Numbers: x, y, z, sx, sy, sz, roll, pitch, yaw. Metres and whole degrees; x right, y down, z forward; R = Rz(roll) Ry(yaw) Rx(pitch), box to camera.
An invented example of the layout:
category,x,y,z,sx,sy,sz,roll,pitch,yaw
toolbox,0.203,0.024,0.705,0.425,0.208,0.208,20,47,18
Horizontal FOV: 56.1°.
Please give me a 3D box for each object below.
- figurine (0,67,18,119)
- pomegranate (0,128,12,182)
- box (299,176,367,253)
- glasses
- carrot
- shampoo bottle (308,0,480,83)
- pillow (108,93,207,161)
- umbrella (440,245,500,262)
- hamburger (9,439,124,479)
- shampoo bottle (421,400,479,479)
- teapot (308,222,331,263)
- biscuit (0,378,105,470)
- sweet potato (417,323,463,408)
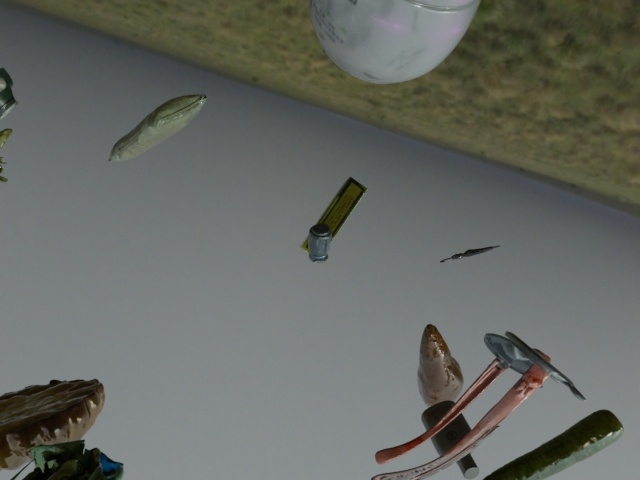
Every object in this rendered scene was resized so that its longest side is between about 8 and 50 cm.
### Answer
category,x,y,z,sx,sy,sz,roll,pitch,yaw
figurine,-0.688,-0.321,1.170,0.147,0.126,0.192,-11,126,50
pomegranate,-0.555,-0.113,0.866,0.156,0.156,0.220,21,-137,9
box,0.030,-0.053,1.557,0.064,0.220,0.141,33,177,-3
glasses,0.196,0.239,0.784,0.118,0.268,0.234,44,177,9
carrot,0.490,0.477,1.307,0.074,0.358,0.074,60,-179,-3
shampoo bottle,0.126,-0.419,0.977,0.273,0.273,0.266,17,149,-10
pillow,-0.423,-0.289,1.545,0.302,0.075,0.185,-17,-161,49
umbrella,0.285,0.024,1.148,0.122,0.013,0.022,-18,-173,30
hamburger,-0.427,0.419,0.916,0.150,0.276,0.261,33,-130,-6
shampoo bottle,0.253,0.379,1.146,0.080,0.040,0.165,-22,-150,-1
teapot,-0.004,0.001,1.291,0.049,0.083,0.064,-4,-139,-13
biscuit,-0.585,0.363,1.174,0.325,0.107,0.326,-13,-176,1
sweet potato,0.282,0.323,1.413,0.112,0.359,0.112,-3,-129,4
